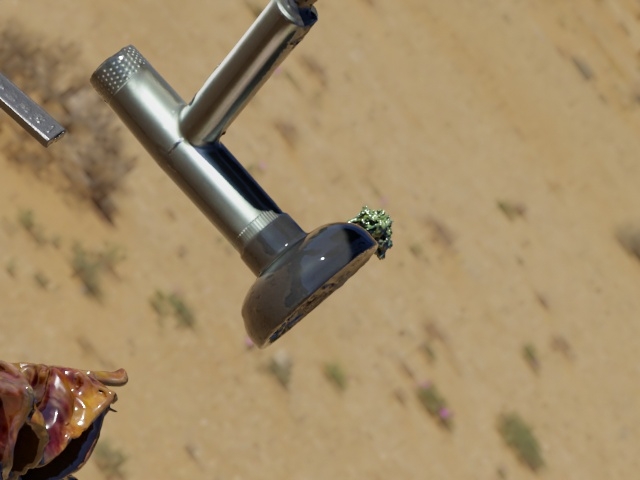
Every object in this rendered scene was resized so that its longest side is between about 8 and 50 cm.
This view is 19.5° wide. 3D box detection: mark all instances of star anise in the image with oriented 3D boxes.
[{"bbox_3d":[-0.259,0.161,1.367,0.126,0.190,0.220,35,12,20],"label":"star anise"}]

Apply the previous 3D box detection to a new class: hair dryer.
[{"bbox_3d":[-0.060,-0.084,1.746,0.156,0.284,0.320,-37,92,-34],"label":"hair dryer"}]

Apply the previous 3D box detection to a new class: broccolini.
[{"bbox_3d":[0.004,-0.004,2.587,0.254,0.057,0.071,-6,62,-39],"label":"broccolini"}]

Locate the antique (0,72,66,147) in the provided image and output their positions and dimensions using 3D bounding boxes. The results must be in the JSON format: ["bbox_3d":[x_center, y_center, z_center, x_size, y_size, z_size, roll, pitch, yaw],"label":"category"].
[{"bbox_3d":[-0.353,-0.170,1.997,0.192,0.015,0.031,41,44,5],"label":"antique"}]
